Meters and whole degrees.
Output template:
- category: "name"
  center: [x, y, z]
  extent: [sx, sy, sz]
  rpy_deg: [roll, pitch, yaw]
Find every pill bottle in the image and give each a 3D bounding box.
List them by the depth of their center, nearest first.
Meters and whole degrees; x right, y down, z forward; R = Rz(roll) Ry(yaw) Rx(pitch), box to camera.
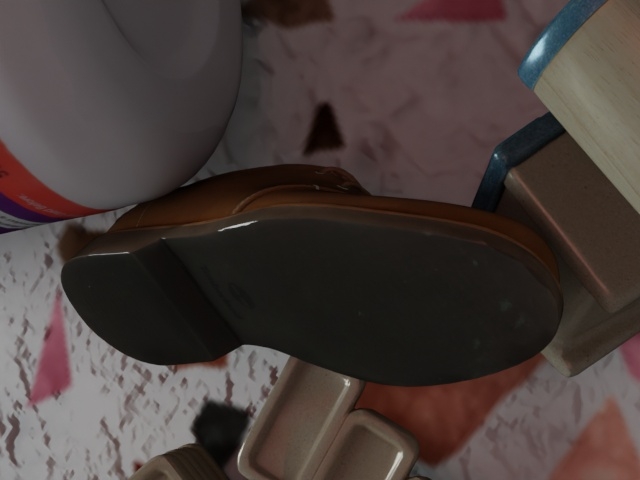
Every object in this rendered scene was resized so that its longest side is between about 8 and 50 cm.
- category: "pill bottle"
  center: [-0.204, -0.076, 0.650]
  extent: [0.323, 0.181, 0.182]
  rpy_deg: [-11, 82, 23]

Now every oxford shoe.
- category: "oxford shoe"
  center: [0.000, 0.000, 0.590]
  extent: [0.212, 0.076, 0.076]
  rpy_deg: [3, 131, 42]

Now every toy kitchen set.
- category: "toy kitchen set"
  center: [0.138, -0.079, 0.565]
  extent: [0.207, 0.166, 0.122]
  rpy_deg: [-32, 71, -19]

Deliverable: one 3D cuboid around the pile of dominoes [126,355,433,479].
- category: "pile of dominoes"
  center: [0.011, 0.184, 0.629]
  extent: [0.196, 0.040, 0.251]
  rpy_deg: [-42, 79, 13]
